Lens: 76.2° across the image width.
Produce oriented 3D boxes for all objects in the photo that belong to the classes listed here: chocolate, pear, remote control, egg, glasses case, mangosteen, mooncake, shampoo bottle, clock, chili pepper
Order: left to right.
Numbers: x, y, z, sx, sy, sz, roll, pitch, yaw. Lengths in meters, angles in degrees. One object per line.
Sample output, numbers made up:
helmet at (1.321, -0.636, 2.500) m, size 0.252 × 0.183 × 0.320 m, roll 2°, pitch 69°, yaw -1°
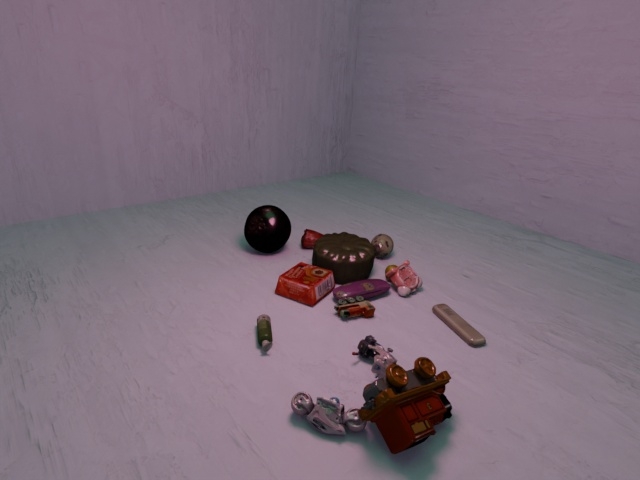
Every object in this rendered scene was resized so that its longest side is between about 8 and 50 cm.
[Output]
shampoo bottle at (-0.231, 0.387, 1.705) m, size 0.065 × 0.065 × 0.204 m, roll -1°, pitch 24°, yaw -10°
mangosteen at (-0.311, -0.056, 2.490) m, size 0.297 × 0.313 × 0.297 m, roll -17°, pitch 46°, yaw 19°
chocolate at (-0.075, 0.213, 2.079) m, size 0.235 × 0.108 × 0.237 m, roll 15°, pitch 27°, yaw 28°
chili pepper at (0.000, 0.000, 2.608) m, size 0.253 × 0.136 × 0.144 m, roll 9°, pitch -23°, yaw -11°
mooncake at (0.129, 0.088, 2.288) m, size 0.356 × 0.194 × 0.356 m, roll 2°, pitch 22°, yaw -1°
glasses case at (0.210, 0.249, 2.062) m, size 0.316 × 0.075 × 0.123 m, roll -9°, pitch 16°, yaw -30°
egg at (0.376, 0.035, 2.508) m, size 0.141 × 0.141 × 0.181 m, roll 10°, pitch 23°, yaw 14°
pear at (0.395, 0.182, 2.248) m, size 0.092 × 0.092 × 0.097 m, roll 22°, pitch 45°, yaw 36°
clock at (0.442, 0.207, 2.144) m, size 0.166 × 0.093 × 0.162 m, roll -22°, pitch 71°, yaw -36°
remote control at (0.629, 0.380, 1.871) m, size 0.090 × 0.038 × 0.309 m, roll -5°, pitch 25°, yaw -22°

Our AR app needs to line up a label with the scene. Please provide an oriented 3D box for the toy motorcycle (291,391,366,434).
toy motorcycle at (0.022, 0.563, 1.314) m, size 0.254 × 0.112 × 0.112 m, roll 11°, pitch 24°, yaw 13°

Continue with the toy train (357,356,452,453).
toy train at (0.279, 0.520, 1.300) m, size 0.369 × 0.163 × 0.231 m, roll 1°, pitch 49°, yaw -40°

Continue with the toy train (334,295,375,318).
toy train at (0.157, 0.319, 1.911) m, size 0.176 × 0.074 × 0.118 m, roll -6°, pitch 28°, yaw -25°

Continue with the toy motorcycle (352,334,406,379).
toy motorcycle at (0.225, 0.455, 1.581) m, size 0.150 × 0.102 × 0.221 m, roll 11°, pitch 16°, yaw -41°
